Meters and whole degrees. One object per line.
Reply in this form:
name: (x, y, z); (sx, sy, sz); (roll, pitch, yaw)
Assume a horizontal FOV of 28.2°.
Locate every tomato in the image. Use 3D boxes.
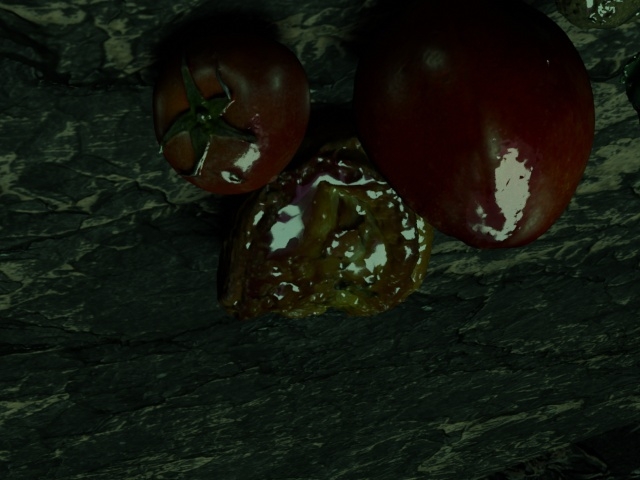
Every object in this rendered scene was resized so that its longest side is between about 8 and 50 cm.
tomato: (-0.088, -0.138, 1.312); (0.167, 0.167, 0.167); (-13, 156, -6)

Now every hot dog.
hot dog: (0.000, 0.000, 1.619); (0.267, 0.174, 0.387); (-6, 155, -15)

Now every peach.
peach: (0.168, -0.127, 1.329); (0.249, 0.274, 0.245); (-15, 160, -14)

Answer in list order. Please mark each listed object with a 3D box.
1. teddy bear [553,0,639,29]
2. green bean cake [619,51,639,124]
teddy bear: (0.281, -0.269, 1.263); (0.182, 0.129, 0.251); (15, 173, 26)
green bean cake: (0.418, -0.214, 1.369); (0.208, 0.193, 0.107); (-13, 158, -17)
